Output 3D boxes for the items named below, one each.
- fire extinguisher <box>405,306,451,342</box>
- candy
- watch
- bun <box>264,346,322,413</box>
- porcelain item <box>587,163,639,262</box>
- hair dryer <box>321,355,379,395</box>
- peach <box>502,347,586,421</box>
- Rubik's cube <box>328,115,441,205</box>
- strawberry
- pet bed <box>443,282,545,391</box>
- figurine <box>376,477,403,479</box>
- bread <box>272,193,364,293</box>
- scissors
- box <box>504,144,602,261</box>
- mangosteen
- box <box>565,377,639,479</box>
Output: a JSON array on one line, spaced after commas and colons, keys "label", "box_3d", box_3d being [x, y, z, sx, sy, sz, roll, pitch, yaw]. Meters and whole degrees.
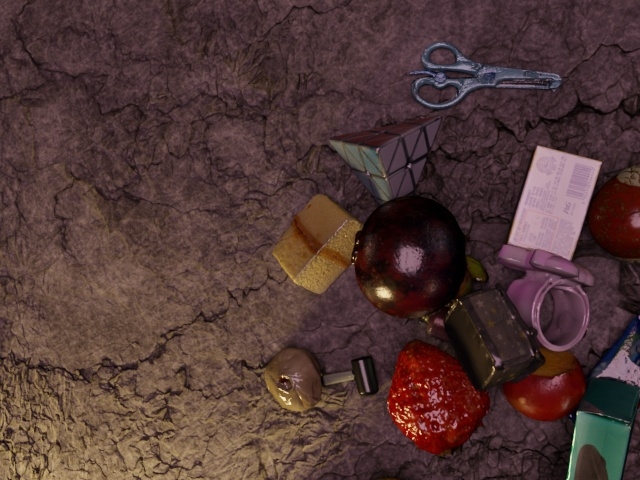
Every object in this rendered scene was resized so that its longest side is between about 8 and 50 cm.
[{"label": "fire extinguisher", "box_3d": [0.358, 0.228, 1.776, 0.269, 0.105, 0.105, 20, 93, 11]}, {"label": "candy", "box_3d": [0.752, 0.347, 1.702, 0.187, 0.077, 0.331, 44, 101, 12]}, {"label": "watch", "box_3d": [0.542, 0.148, 1.667, 0.248, 0.211, 0.217, 19, 84, -29]}, {"label": "bun", "box_3d": [-0.077, 0.376, 1.853, 0.173, 0.113, 0.167, 35, 101, 24]}, {"label": "porcelain item", "box_3d": [0.766, -0.049, 1.615, 0.253, 0.253, 0.253, 0, 89, 12]}, {"label": "hair dryer", "box_3d": [0.056, 0.376, 1.873, 0.197, 0.057, 0.100, -12, 86, 20]}, {"label": "peach", "box_3d": [0.542, 0.339, 1.684, 0.190, 0.190, 0.192, 32, 132, 11]}, {"label": "Rubik's cube", "box_3d": [0.173, -0.219, 1.809, 0.228, 0.229, 0.233, 18, 50, -23]}, {"label": "strawberry", "box_3d": [0.280, 0.376, 1.709, 0.257, 0.257, 0.277, -25, 94, 11]}, {"label": "pet bed", "box_3d": [0.411, 0.220, 1.613, 0.159, 0.183, 0.211, -15, 59, -16]}, {"label": "figurine", "box_3d": [0.235, 0.761, 1.757, 0.343, 0.187, 0.215, 37, 87, 5]}, {"label": "bread", "box_3d": [0.000, 0.000, 1.900, 0.240, 0.135, 0.178, -49, 46, 8]}, {"label": "scissors", "box_3d": [0.428, -0.424, 1.812, 0.393, 0.032, 0.180, 7, 91, 12]}, {"label": "box", "box_3d": [0.580, -0.091, 1.738, 0.168, 0.097, 0.265, 15, 92, 12]}, {"label": "mangosteen", "box_3d": [0.256, 0.045, 1.709, 0.359, 0.306, 0.306, 7, 90, 2]}, {"label": "box", "box_3d": [0.650, 0.503, 1.612, 0.118, 0.205, 0.311, 12, 109, 26]}]
